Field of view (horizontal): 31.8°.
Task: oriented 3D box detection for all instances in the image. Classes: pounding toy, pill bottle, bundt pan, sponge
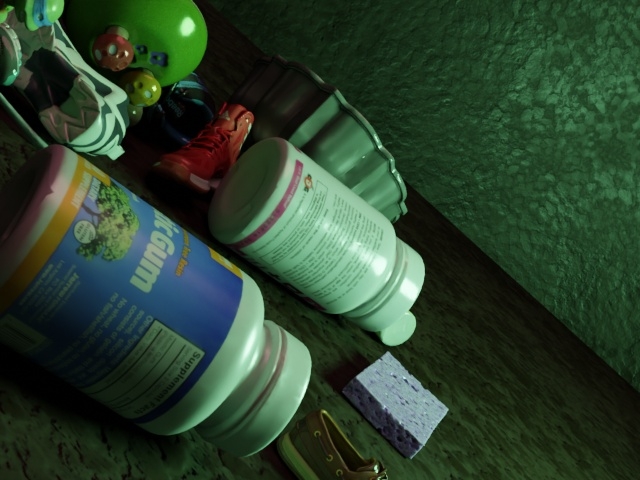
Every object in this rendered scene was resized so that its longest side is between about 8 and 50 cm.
[{"bbox_3d":[-0.258,-0.224,1.442,0.183,0.237,0.110,30,45,-27],"label":"pounding toy"},{"bbox_3d":[0.000,0.000,1.530,0.283,0.160,0.160,36,14,-29],"label":"pill bottle"},{"bbox_3d":[-0.142,0.059,0.892,0.272,0.152,0.152,36,14,-25],"label":"pill bottle"},{"bbox_3d":[-0.028,-0.114,1.710,0.331,0.124,0.331,41,-18,16],"label":"bundt pan"},{"bbox_3d":[0.099,0.207,1.440,0.117,0.031,0.210,44,12,8],"label":"sponge"}]

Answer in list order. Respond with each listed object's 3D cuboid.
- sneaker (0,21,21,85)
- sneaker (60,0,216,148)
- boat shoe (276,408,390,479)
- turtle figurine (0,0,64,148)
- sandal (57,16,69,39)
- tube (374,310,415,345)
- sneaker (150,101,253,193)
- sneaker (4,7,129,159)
[{"bbox_3d":[-0.399,-0.239,1.250,0.166,0.065,0.076,54,33,10],"label":"sneaker"},{"bbox_3d":[-0.237,-0.248,1.601,0.341,0.125,0.140,47,5,-46],"label":"sneaker"},{"bbox_3d":[0.037,0.236,1.068,0.178,0.060,0.064,45,12,11],"label":"boat shoe"},{"bbox_3d":[-0.404,-0.211,1.115,0.266,0.275,0.198,24,35,4],"label":"turtle figurine"},{"bbox_3d":[-0.415,-0.321,1.607,0.097,0.054,0.254,17,37,-48],"label":"sandal"},{"bbox_3d":[0.063,0.074,1.745,0.240,0.062,0.070,49,-31,48],"label":"tube"},{"bbox_3d":[-0.159,-0.136,1.532,0.087,0.128,0.221,23,5,4],"label":"sneaker"},{"bbox_3d":[-0.305,-0.187,1.348,0.235,0.094,0.153,47,-1,20],"label":"sneaker"}]
